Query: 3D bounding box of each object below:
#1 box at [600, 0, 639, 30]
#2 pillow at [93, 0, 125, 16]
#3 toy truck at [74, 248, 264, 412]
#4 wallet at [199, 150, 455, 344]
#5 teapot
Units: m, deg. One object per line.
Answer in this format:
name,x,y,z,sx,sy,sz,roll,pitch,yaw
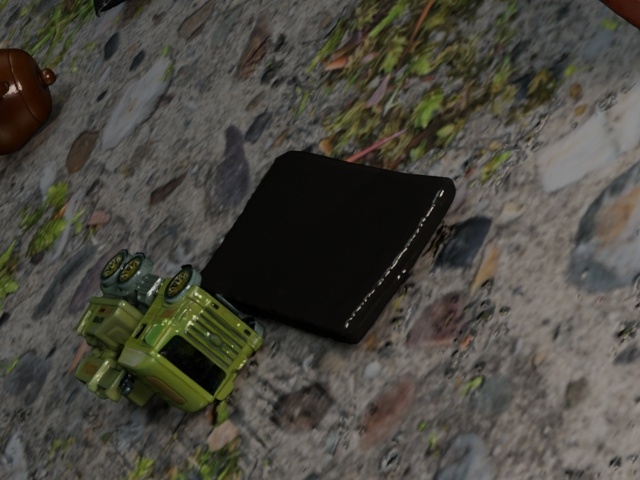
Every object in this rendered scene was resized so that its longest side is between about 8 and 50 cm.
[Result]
box,0.313,-0.321,0.988,0.385,0.122,0.344,-25,46,44
pillow,-0.146,-0.312,1.882,0.208,0.055,0.141,-34,23,31
toy truck,-0.117,0.071,1.313,0.100,0.077,0.169,-55,27,-12
wallet,0.000,0.000,1.266,0.124,0.025,0.244,-57,24,-10
teapot,-0.314,-0.145,1.901,0.116,0.116,0.173,-50,-1,5
